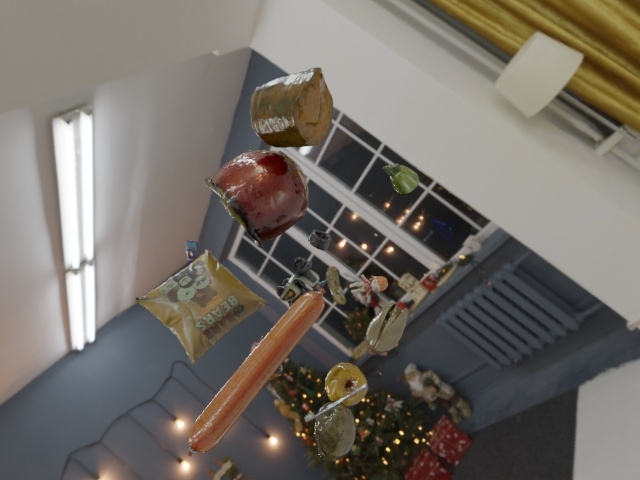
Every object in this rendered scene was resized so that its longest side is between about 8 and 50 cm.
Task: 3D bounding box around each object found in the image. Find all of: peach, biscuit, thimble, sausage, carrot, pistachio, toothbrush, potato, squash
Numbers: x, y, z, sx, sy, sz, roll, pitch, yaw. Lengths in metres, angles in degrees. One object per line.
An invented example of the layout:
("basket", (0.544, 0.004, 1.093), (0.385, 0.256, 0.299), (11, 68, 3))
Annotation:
("peach", (-0.227, -0.168, 1.532), (0.353, 0.339, 0.416), (-42, 3, 36))
("biscuit", (0.065, 0.208, 1.923), (0.061, 0.182, 0.118), (-17, 1, -9))
("peach", (0.106, 0.598, 1.722), (0.179, 0.179, 0.103), (-49, -3, -25))
("thimble", (-0.002, 0.000, 2.015), (0.066, 0.105, 0.095), (-63, 27, 26))
("sausage", (-0.099, 0.210, 0.712), (0.347, 0.053, 0.053), (-48, -8, -26))
("carrot", (-0.079, -0.437, 1.408), (0.341, 0.241, 0.241), (7, 45, 43))
("pistachio", (0.251, 0.332, 1.579), (0.225, 0.136, 0.136), (-64, -11, 22))
("toothbrush", (0.041, 0.432, 1.108), (0.195, 0.017, 0.014), (-31, -33, 7))
("potato", (0.053, 0.732, 1.597), (0.165, 0.165, 0.262), (-45, -30, -49))
("squash", (0.292, -0.248, 1.544), (0.105, 0.105, 0.132), (-52, -46, -1))

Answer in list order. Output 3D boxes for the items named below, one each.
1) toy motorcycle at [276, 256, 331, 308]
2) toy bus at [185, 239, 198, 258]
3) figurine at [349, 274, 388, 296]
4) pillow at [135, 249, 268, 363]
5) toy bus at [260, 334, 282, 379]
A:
("toy motorcycle", (-0.078, 0.180, 1.679), (0.263, 0.157, 0.091), (-56, -4, 37))
("toy bus", (-0.543, 0.039, 1.761), (0.153, 0.051, 0.061), (131, 140, -66))
("figurine", (0.130, 0.120, 1.128), (0.109, 0.064, 0.047), (-14, 5, 33))
("pillow", (-0.394, 0.205, 1.396), (0.310, 0.312, 0.119), (-39, -19, -33))
("toy bus", (-0.204, 0.456, 1.634), (0.070, 0.162, 0.074), (22, -49, -42))
